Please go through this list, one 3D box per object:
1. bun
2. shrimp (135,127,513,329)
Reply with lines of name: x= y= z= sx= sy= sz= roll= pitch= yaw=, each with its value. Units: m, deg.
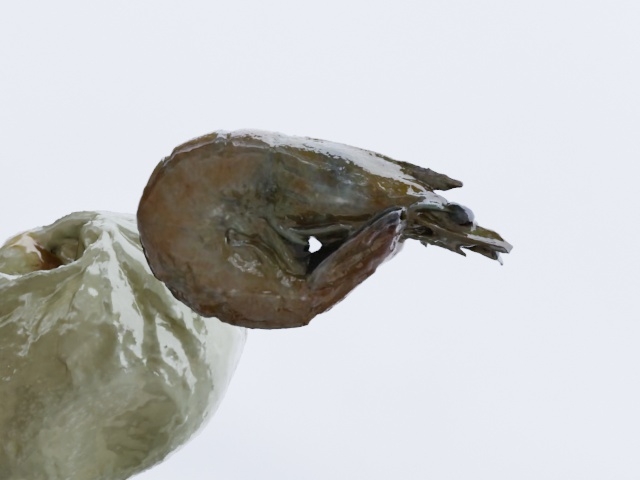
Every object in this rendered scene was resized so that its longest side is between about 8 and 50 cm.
bun: x=-0.255 y=0.101 z=1.754 sx=0.352 sy=0.349 sz=0.227 roll=3 pitch=-57 yaw=52
shrimp: x=0.000 y=0.000 z=1.480 sx=0.317 sy=0.168 sz=0.077 roll=11 pitch=1 yaw=7
